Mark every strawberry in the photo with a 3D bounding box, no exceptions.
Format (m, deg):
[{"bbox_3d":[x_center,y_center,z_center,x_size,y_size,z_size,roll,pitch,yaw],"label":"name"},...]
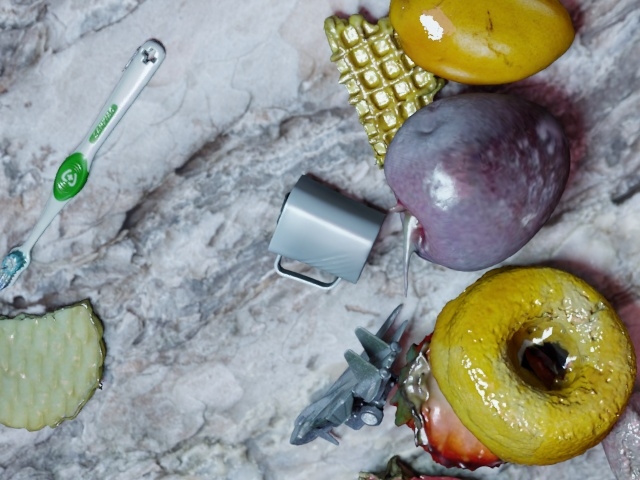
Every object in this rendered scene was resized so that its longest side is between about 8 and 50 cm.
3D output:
[{"bbox_3d":[0.206,0.205,1.532,0.236,0.111,0.190,16,81,-11],"label":"strawberry"}]

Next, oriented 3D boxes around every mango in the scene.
[{"bbox_3d":[0.187,-0.252,1.381,0.219,0.112,0.145,12,95,-2],"label":"mango"}]

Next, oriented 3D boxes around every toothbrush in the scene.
[{"bbox_3d":[-0.325,-0.095,1.590,0.042,0.040,0.418,37,107,0],"label":"toothbrush"}]

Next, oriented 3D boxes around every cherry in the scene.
[{"bbox_3d":[0.176,-0.069,1.397,0.266,0.183,0.213,-35,141,-12],"label":"cherry"}]

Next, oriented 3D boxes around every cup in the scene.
[{"bbox_3d":[0.000,0.000,1.514,0.129,0.095,0.128,24,111,3],"label":"cup"}]

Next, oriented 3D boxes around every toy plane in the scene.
[{"bbox_3d":[0.032,0.218,1.566,0.088,0.212,0.267,30,135,-1],"label":"toy plane"}]

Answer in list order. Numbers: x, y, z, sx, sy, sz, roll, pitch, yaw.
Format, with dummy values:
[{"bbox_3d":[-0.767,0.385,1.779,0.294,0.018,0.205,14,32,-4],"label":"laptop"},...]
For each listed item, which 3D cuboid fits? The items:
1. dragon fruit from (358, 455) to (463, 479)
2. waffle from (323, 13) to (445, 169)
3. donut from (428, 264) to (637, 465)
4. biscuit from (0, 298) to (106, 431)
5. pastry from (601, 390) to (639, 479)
[{"bbox_3d":[0.126,0.390,1.604,0.262,0.134,0.212,-30,83,-6],"label":"dragon fruit"},{"bbox_3d":[0.071,-0.181,1.466,0.160,0.046,0.192,12,110,6],"label":"waffle"},{"bbox_3d":[0.259,0.145,1.442,0.253,0.118,0.254,2,68,-4],"label":"donut"},{"bbox_3d":[-0.422,0.185,1.697,0.273,0.036,0.187,-8,106,14],"label":"biscuit"},{"bbox_3d":[0.438,0.315,1.517,0.112,0.103,0.265,-38,94,27],"label":"pastry"}]
